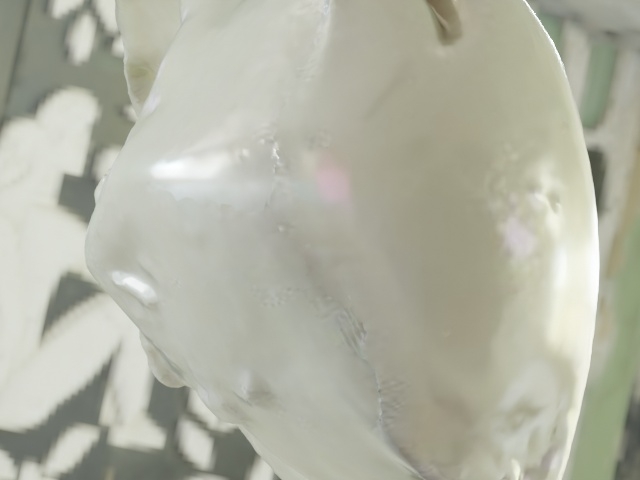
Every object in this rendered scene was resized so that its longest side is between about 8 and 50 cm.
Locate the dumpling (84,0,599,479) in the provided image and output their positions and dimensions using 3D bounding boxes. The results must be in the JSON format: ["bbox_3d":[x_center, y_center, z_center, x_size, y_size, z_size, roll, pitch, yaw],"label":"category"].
[{"bbox_3d":[0.000,0.000,0.967,0.233,0.395,0.315,-24,5,-27],"label":"dumpling"}]
